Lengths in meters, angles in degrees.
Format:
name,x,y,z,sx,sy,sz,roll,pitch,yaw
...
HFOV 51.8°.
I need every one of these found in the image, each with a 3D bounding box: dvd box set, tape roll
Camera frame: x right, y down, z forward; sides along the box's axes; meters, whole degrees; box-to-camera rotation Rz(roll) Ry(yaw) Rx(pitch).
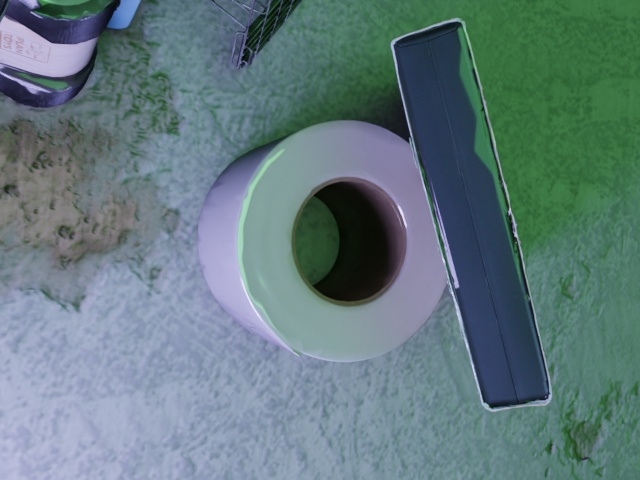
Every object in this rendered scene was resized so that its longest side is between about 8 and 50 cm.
name,x,y,z,sx,sy,sz,roll,pitch,yaw
dvd box set,0.165,-0.052,0.696,0.062,0.420,0.308,-14,98,16
tape roll,0.000,0.000,0.732,0.245,0.169,0.246,-1,91,-23

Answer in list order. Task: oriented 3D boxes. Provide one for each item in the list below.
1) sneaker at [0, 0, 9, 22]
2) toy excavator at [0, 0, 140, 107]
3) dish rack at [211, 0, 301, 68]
name,x,y,z,sx,sy,sz,roll,pitch,yaw
sneaker,-0.211,-0.238,0.435,0.083,0.098,0.224,18,76,-22
toy excavator,-0.215,-0.363,0.632,0.432,0.222,0.446,15,76,-24
dish rack,-0.038,-0.312,0.663,0.074,0.271,0.208,33,61,1
